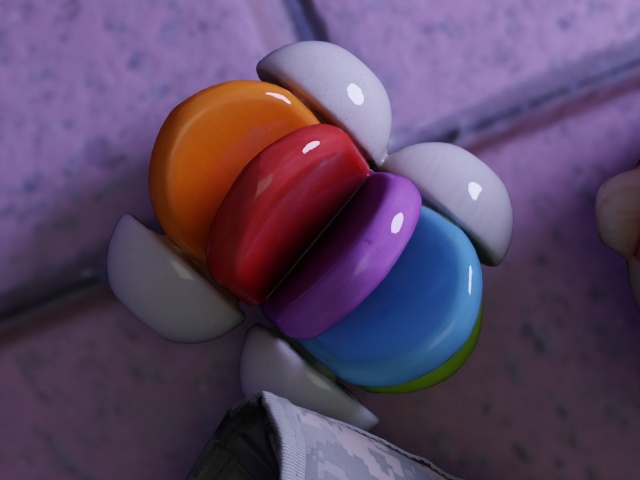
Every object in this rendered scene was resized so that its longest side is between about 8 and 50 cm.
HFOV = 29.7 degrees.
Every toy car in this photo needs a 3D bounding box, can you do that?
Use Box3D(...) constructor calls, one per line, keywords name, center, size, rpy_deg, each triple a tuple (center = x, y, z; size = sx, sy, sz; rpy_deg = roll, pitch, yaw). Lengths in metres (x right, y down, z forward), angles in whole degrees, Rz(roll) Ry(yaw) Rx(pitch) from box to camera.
Box3D(name="toy car", center=(0.000, 0.000, 0.545), size=(0.182, 0.136, 0.159), rpy_deg=(40, 84, -3))

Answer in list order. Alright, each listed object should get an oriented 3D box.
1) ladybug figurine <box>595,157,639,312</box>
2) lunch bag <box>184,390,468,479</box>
Box3D(name="ladybug figurine", center=(0.344, -0.033, 0.499), size=(0.450, 0.162, 0.305), rpy_deg=(-5, 52, 11))
Box3D(name="lunch bag", center=(0.028, 0.229, 0.498), size=(0.235, 0.169, 0.287), rpy_deg=(27, 58, -20))
